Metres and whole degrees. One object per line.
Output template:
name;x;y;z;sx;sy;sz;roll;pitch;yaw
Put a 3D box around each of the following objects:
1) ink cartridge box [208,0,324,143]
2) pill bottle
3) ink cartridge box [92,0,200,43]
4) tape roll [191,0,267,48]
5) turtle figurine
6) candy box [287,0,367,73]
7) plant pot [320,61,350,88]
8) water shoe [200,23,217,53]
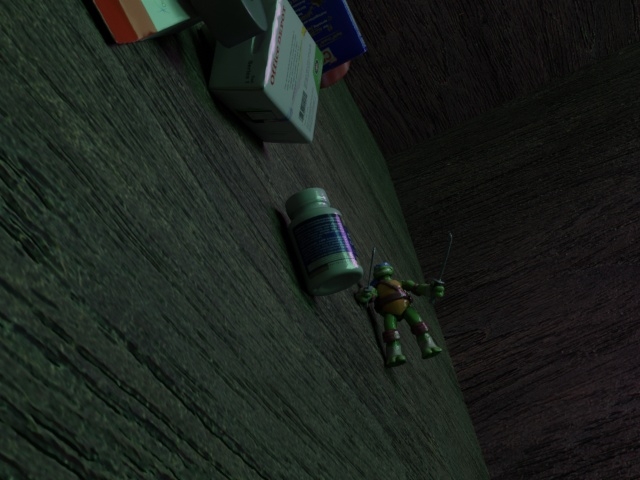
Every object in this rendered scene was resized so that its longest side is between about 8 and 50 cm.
ink cartridge box;-0.097;-0.330;1.548;0.278;0.117;0.201;38;58;-68
pill bottle;0.000;0.000;1.498;0.186;0.112;0.112;70;12;21
ink cartridge box;-0.289;-0.455;1.167;0.308;0.091;0.385;63;9;-14
tape roll;-0.167;-0.427;1.287;0.219;0.072;0.219;-22;90;-79
turtle figurine;0.196;0.151;1.904;0.198;0.275;0.266;1;64;-40
candy box;-0.067;-0.554;1.965;0.317;0.268;0.122;64;15;-10
plant pot;-0.035;-0.596;2.293;0.265;0.273;0.272;63;8;-58
water shoe;-0.177;-0.408;1.622;0.072;0.080;0.203;66;11;-1
